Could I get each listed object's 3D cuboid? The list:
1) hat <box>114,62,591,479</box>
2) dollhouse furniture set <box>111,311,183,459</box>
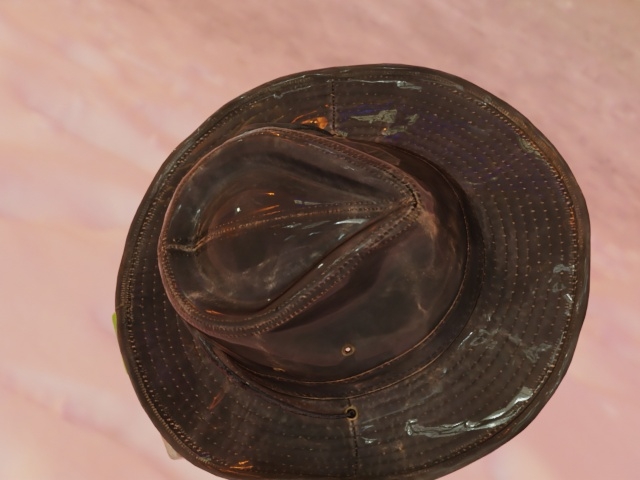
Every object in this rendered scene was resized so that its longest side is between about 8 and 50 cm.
[{"bbox_3d":[0.000,0.000,1.018,0.331,0.331,0.134,42,-4,27],"label":"hat"},{"bbox_3d":[0.020,0.069,1.271,0.197,0.302,0.151,9,58,-66],"label":"dollhouse furniture set"}]
